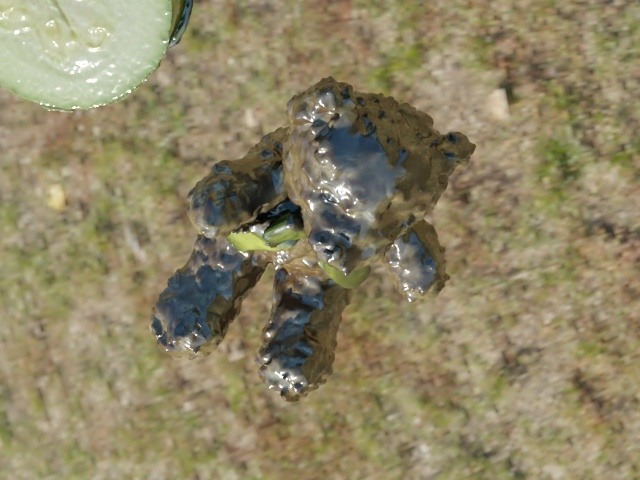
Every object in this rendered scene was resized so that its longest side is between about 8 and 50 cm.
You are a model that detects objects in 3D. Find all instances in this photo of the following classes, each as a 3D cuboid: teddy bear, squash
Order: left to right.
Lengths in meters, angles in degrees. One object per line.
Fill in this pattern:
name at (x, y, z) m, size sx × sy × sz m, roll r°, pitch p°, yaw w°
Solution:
squash at (-0.209, -0.203, 1.198) m, size 0.219 × 0.041 × 0.219 m, roll 9°, pitch 124°, yaw 13°
teddy bear at (-0.004, 0.009, 1.316) m, size 0.296 × 0.246 × 0.222 m, roll -67°, pitch 16°, yaw 7°
